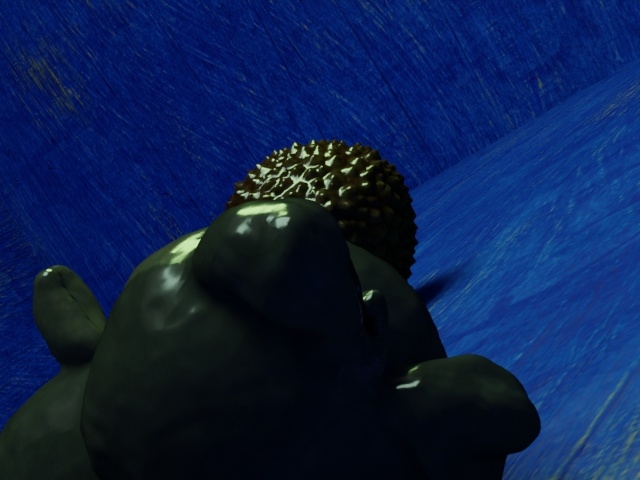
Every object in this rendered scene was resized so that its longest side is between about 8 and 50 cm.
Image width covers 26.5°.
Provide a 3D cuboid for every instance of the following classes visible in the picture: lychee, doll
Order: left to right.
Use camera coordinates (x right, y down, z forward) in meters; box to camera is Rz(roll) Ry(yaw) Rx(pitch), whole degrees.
[{"bbox_3d":[-0.066,0.162,0.756,0.382,0.252,0.378,-33,33,49],"label":"doll"},{"bbox_3d":[0.000,0.000,1.693,0.267,0.267,0.267,-32,3,2],"label":"lychee"}]

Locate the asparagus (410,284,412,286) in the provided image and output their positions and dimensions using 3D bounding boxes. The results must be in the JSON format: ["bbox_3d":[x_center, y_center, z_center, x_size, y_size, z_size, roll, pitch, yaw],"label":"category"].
[{"bbox_3d":[0.056,0.106,1.576,0.034,0.027,0.236,-36,0,40],"label":"asparagus"}]
